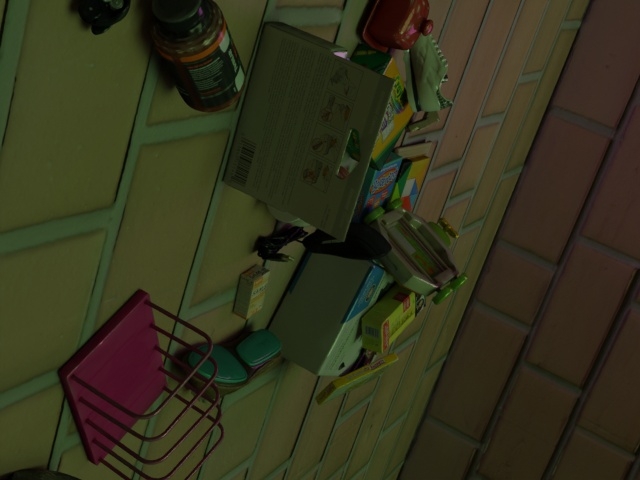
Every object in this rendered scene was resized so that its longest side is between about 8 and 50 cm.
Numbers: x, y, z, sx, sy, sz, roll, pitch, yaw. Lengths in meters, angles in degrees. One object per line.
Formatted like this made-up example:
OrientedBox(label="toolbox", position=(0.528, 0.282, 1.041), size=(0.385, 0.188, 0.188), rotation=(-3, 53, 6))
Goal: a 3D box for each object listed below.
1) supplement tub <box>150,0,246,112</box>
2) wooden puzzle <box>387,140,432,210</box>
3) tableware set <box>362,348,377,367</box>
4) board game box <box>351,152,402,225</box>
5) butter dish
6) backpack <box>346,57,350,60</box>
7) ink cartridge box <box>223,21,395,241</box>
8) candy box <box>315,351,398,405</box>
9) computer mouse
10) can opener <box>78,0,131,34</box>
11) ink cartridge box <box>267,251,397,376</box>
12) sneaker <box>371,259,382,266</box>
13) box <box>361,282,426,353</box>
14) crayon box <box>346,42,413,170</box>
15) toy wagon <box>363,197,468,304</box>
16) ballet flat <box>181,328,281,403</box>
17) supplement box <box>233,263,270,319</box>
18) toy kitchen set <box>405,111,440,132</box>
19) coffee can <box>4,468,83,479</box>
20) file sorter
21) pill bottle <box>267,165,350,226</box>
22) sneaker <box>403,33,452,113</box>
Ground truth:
OrientedBox(label="supplement tub", position=(-0.175, -0.275, 1.367), size=(0.106, 0.106, 0.198), rotation=(-57, 159, -17))
OrientedBox(label="wooden puzzle", position=(0.219, -0.147, 2.534), size=(0.238, 0.044, 0.221), rotation=(-24, 136, -59))
OrientedBox(label="tableware set", position=(0.145, 0.244, 2.385), size=(0.169, 0.020, 0.141), rotation=(-57, 160, -17))
OrientedBox(label="board game box", position=(0.120, -0.103, 2.346), size=(0.160, 0.047, 0.210), rotation=(-28, 139, -58))
OrientedBox(label="butter dish", position=(0.174, -0.451, 1.966), size=(0.160, 0.118, 0.160), rotation=(-65, 158, 4))
OrientedBox(label="backpack", position=(-0.014, -0.257, 1.751), size=(0.158, 0.116, 0.173), rotation=(-43, 152, -41))
OrientedBox(label="ink cartridge box", position=(-0.014, -0.184, 1.635), size=(0.066, 0.261, 0.296), rotation=(-24, 137, -58))
OrientedBox(label="candy box", position=(0.089, 0.337, 2.355), size=(0.205, 0.027, 0.105), rotation=(-19, 157, -36))
OrientedBox(label="computer mouse", position=(0.000, 0.000, 1.938), size=(0.184, 0.262, 0.060), rotation=(-26, 118, -51))
OrientedBox(label="can opener", position=(-0.246, -0.346, 1.208), size=(0.059, 0.073, 0.186), rotation=(29, 83, -30))
OrientedBox(label="ink cartridge box", position=(0.053, 0.173, 2.346), size=(0.286, 0.166, 0.395), rotation=(-63, 160, 1))
OrientedBox(label="sneaker", position=(0.156, 0.060, 2.583), size=(0.057, 0.075, 0.161), rotation=(-27, 138, -58))
OrientedBox(label="box", position=(0.176, 0.170, 2.294), size=(0.232, 0.058, 0.087), rotation=(-38, 135, -48))
OrientedBox(label="crayon box", position=(0.108, -0.278, 2.062), size=(0.165, 0.081, 0.278), rotation=(-61, 159, -7))
OrientedBox(label="toy wagon", position=(0.246, 0.018, 2.359), size=(0.068, 0.267, 0.344), rotation=(-45, 170, 27))
OrientedBox(label="ballet flat", position=(-0.198, 0.269, 1.986), size=(0.124, 0.116, 0.342), rotation=(-50, 168, 21))
OrientedBox(label="supplement box", position=(-0.142, 0.106, 1.991), size=(0.062, 0.036, 0.099), rotation=(-35, 145, -52))
OrientedBox(label="toy kitchen set", position=(0.239, -0.316, 2.414), size=(0.083, 0.075, 0.068), rotation=(-23, -171, -12))
OrientedBox(label="coffee can", position=(-0.454, 0.533, 1.527), size=(0.275, 0.201, 0.201), rotation=(-66, 159, 5))
OrientedBox(label="file sorter", position=(-0.285, 0.276, 1.649), size=(0.202, 0.182, 0.291), rotation=(-48, 155, -33))
OrientedBox(label="pill bottle", position=(-0.018, -0.090, 1.933), size=(0.216, 0.121, 0.121), rotation=(-14, 128, -63))
OrientedBox(label="sneaker", position=(0.228, -0.395, 2.087), size=(0.090, 0.094, 0.235), rotation=(-21, 104, -75))
